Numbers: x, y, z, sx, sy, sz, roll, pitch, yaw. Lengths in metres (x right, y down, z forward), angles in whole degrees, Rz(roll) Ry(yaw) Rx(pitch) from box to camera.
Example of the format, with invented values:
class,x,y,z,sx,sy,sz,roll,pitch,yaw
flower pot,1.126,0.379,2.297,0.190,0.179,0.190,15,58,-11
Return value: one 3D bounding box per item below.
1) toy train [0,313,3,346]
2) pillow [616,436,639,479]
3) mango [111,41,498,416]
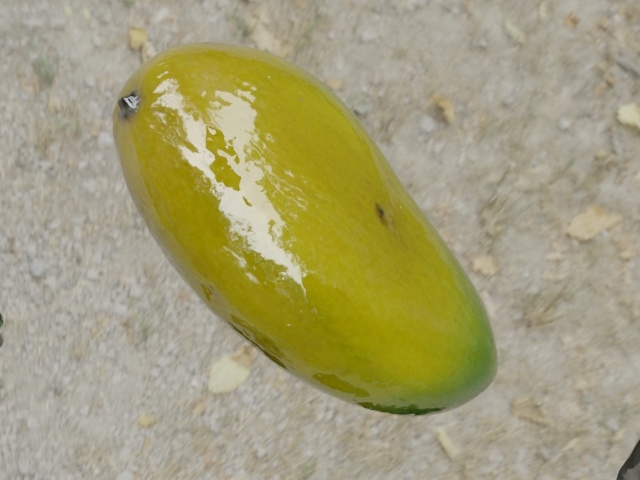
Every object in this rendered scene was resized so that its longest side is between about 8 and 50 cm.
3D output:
class,x,y,z,sx,sy,sz,roll,pitch,yaw
toy train,-0.254,0.006,0.324,0.237,0.369,0.150,7,62,29
pillow,0.131,0.196,0.500,0.101,0.228,0.326,27,98,29
mango,-0.004,0.002,0.636,0.237,0.091,0.137,49,40,-4
